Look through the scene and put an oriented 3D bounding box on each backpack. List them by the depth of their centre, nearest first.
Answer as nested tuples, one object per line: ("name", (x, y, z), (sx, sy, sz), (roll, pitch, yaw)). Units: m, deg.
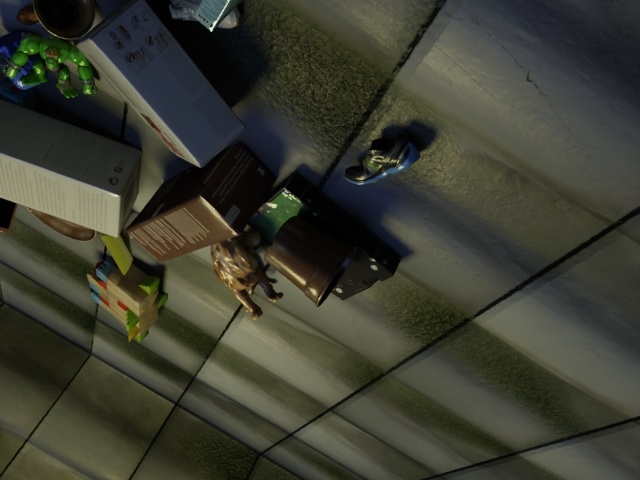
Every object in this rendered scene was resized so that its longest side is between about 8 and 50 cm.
("backpack", (-0.700, -0.422, 1.490), (0.101, 0.098, 0.120), (-11, 130, 18))

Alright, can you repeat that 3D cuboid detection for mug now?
("mug", (-0.558, -0.039, 1.906), (0.078, 0.064, 0.062), (15, 143, 19))

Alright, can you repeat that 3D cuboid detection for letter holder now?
("letter holder", (-1.057, -0.172, 1.986), (0.152, 0.214, 0.302), (18, -178, -40))

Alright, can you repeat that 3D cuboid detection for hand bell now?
("hand bell", (-0.595, -0.488, 1.352), (0.242, 0.126, 0.126), (12, 144, 45))

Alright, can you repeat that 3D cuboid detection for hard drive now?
("hard drive", (0.000, 0.000, 1.554), (0.339, 0.064, 0.237), (37, 145, -13))

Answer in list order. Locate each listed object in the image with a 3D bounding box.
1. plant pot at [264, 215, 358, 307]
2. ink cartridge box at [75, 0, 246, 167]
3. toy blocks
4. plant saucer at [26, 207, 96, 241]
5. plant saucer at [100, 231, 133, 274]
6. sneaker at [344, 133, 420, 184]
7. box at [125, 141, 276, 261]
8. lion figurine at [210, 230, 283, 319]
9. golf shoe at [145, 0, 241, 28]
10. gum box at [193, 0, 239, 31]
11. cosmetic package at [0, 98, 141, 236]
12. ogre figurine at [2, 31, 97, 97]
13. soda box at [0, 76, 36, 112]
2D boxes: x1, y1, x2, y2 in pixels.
("plant pot", (-0.027, 0.037, 1.439), (0.165, 0.167, 0.167), (34, 146, 9))
("ink cartridge box", (-0.334, -0.319, 1.291), (0.309, 0.130, 0.272), (51, 168, -28))
("toy blocks", (-0.698, 0.174, 2.209), (0.261, 0.191, 0.381), (37, 147, 8))
("plant saucer", (-0.841, -0.119, 2.022), (0.310, 0.050, 0.310), (19, 144, 14))
("plant saucer", (-0.622, -0.022, 1.919), (0.045, 0.188, 0.188), (-20, 139, -7))
("sneaker", (0.119, -0.165, 1.271), (0.188, 0.067, 0.078), (-19, 102, 50))
("box", (-0.302, -0.083, 1.553), (0.381, 0.191, 0.143), (-15, 126, 45))
("lion figurine", (-0.220, 0.076, 1.704), (0.240, 0.142, 0.392), (53, 164, -8))
("golf shoe", (-0.237, -0.423, 1.165), (0.176, 0.086, 0.069), (22, 143, 8))
("gum box", (-0.115, -0.437, 0.995), (0.041, 0.157, 0.184), (38, 144, -13))
("cosmetic package", (-0.720, -0.195, 1.662), (0.453, 0.161, 0.230), (20, 147, -9))
("ogre figurine", (-0.610, -0.403, 1.434), (0.197, 0.097, 0.118), (21, 126, -4))
("soda box", (-0.815, -0.344, 1.699), (0.071, 0.067, 0.210), (32, 145, -3))
